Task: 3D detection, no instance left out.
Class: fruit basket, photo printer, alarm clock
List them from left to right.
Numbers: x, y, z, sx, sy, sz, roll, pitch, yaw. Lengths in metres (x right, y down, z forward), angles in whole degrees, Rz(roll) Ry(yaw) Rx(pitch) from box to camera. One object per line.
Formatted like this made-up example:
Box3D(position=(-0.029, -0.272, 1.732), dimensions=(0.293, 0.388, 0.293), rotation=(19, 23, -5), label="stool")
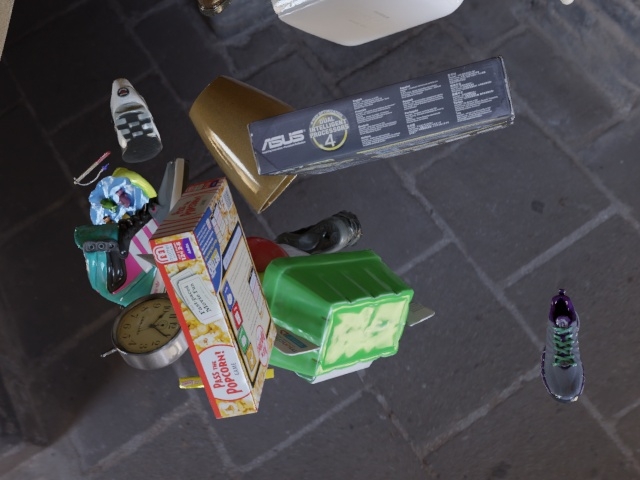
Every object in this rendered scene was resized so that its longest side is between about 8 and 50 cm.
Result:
Box3D(position=(-0.261, 0.154, 1.118), dimensions=(0.191, 0.064, 0.129), rotation=(-4, 45, 14), label="alarm clock")
Box3D(position=(-0.054, 0.081, 1.025), dimensions=(0.353, 0.327, 0.166), rotation=(17, 104, 40), label="fruit basket")
Box3D(position=(0.101, -0.470, 1.251), dimensions=(0.307, 0.256, 0.107), rotation=(-6, 85, 40), label="photo printer")

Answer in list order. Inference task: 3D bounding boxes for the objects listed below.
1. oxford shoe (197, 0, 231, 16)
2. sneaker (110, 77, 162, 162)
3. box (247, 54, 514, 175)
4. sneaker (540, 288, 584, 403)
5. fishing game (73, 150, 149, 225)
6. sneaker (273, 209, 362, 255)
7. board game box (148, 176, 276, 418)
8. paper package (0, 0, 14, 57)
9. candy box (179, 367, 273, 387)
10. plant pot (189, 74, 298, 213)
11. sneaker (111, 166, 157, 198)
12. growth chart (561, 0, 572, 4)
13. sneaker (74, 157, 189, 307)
Box3D(position=(-0.207, -0.631, 1.553), dimensions=(0.082, 0.096, 0.227), rotation=(26, 69, 18), label="oxford shoe")
Box3D(position=(-0.533, -0.341, 1.910), dimensions=(0.122, 0.330, 0.146), rotation=(-16, 72, -16), label="sneaker")
Box3D(position=(0.118, -0.191, 1.116), dimensions=(0.394, 0.318, 0.097), rotation=(-12, 95, 18), label="box")
Box3D(position=(0.480, 0.209, 1.339), dimensions=(0.083, 0.098, 0.224), rotation=(-6, 50, 21), label="sneaker")
Box3D(position=(-0.438, -0.049, 1.444), dimensions=(0.189, 0.041, 0.264), rotation=(-30, 92, 32), label="fishing game")
Box3D(position=(0.000, 0.000, 1.400), dimensions=(0.227, 0.130, 0.087), rotation=(-25, 84, 42), label="sneaker")
Box3D(position=(-0.098, 0.053, 0.665), dimensions=(0.045, 0.147, 0.194), rotation=(-12, 112, 10), label="board game box")
Box3D(position=(-0.697, -0.474, 1.130), dimensions=(0.168, 0.324, 0.310), rotation=(29, 107, 21), label="paper package")
Box3D(position=(-0.208, 0.310, 1.504), dimensions=(0.105, 0.205, 0.027), rotation=(-13, 78, 32), label="candy box")
Box3D(position=(-0.149, -0.229, 1.438), dimensions=(0.254, 0.237, 0.237), rotation=(42, 79, -3), label="plant pot")
Box3D(position=(-0.454, -0.068, 1.716), dimensions=(0.109, 0.295, 0.123), rotation=(26, 72, 40), label="sneaker")
Box3D(position=(0.355, -0.392, 0.843), dimensions=(0.237, 0.021, 0.172), rotation=(-22, 79, -13), label="growth chart")
Box3D(position=(-0.345, -0.021, 1.203), dimensions=(0.178, 0.124, 0.296), rotation=(14, 95, -13), label="sneaker")
